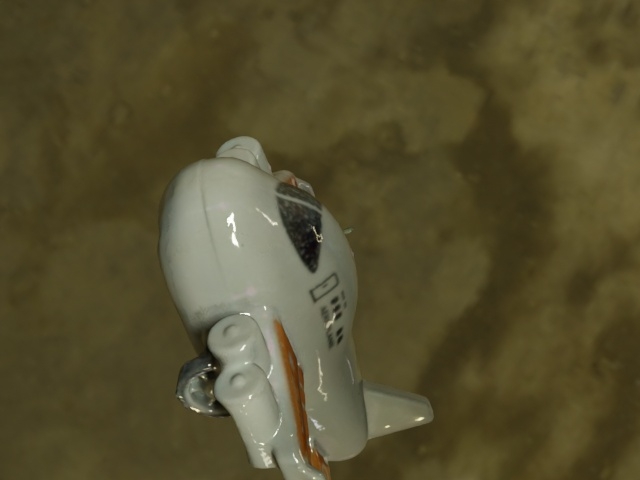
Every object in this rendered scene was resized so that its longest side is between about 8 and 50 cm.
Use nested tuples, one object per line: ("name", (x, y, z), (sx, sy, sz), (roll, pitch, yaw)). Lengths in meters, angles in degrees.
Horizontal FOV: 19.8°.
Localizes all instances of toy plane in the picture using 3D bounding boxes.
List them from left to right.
("toy plane", (-0.019, 0.046, 1.071), (0.117, 0.245, 0.245), (-14, 130, 11))

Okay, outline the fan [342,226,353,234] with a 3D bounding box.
("fan", (0.000, 0.000, 1.507), (0.083, 0.004, 0.056), (-21, 145, -44))
